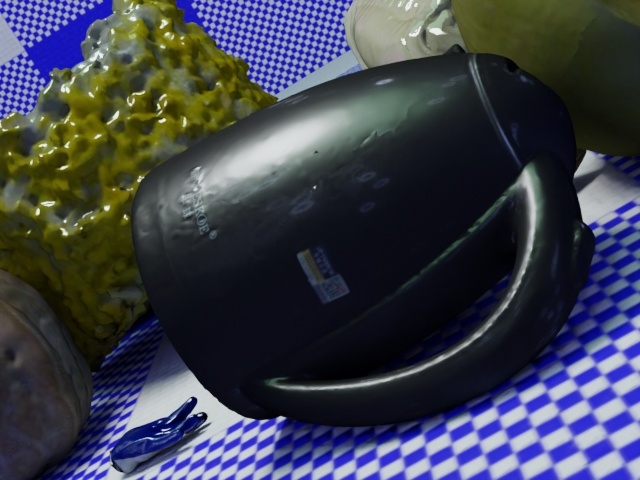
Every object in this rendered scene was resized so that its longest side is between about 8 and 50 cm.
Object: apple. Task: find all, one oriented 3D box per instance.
[{"bbox_3d":[0.246,-0.208,0.829,0.292,0.292,0.254,-29,36,12],"label":"apple"}]

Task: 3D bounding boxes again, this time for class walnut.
[{"bbox_3d":[-0.325,0.133,1.011,0.224,0.224,0.224,-30,13,7],"label":"walnut"}]

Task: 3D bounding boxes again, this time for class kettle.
[{"bbox_3d":[0.046,0.003,0.738,0.290,0.207,0.268,-26,51,20],"label":"kettle"}]

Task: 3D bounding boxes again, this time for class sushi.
[{"bbox_3d":[-0.221,-0.063,1.193,0.351,0.240,0.396,-52,1,-34],"label":"sushi"}]

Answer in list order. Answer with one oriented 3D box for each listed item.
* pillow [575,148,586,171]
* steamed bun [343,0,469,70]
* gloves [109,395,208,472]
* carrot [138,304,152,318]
[{"bbox_3d":[0.137,-0.033,0.966,0.113,0.038,0.203,-42,15,-29],"label":"pillow"},{"bbox_3d":[0.215,-0.265,1.192,0.339,0.247,0.352,-47,21,3],"label":"steamed bun"},{"bbox_3d":[-0.133,0.159,0.892,0.086,0.026,0.064,-29,11,13],"label":"gloves"},{"bbox_3d":[-0.245,0.062,1.409,0.173,0.082,0.082,-40,15,-18],"label":"carrot"}]
